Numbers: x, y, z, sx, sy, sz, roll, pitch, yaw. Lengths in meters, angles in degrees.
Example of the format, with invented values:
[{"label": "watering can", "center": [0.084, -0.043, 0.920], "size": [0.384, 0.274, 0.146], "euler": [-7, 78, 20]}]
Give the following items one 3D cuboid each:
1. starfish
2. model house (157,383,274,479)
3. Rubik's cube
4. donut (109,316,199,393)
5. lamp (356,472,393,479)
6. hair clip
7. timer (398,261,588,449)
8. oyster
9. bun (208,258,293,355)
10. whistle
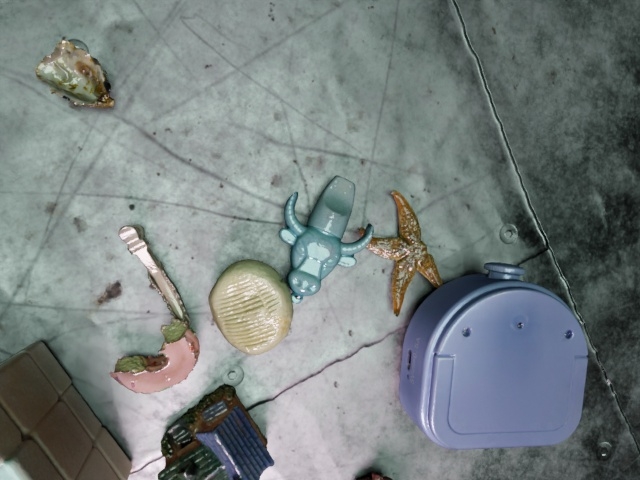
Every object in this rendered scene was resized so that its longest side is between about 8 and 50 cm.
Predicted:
[{"label": "starfish", "center": [0.167, 0.024, 1.019], "size": [0.138, 0.050, 0.247], "euler": [-25, 89, -10]}, {"label": "model house", "center": [-0.200, 0.402, 0.879], "size": [0.183, 0.172, 0.166], "euler": [-32, 99, -10]}, {"label": "Rubik's cube", "center": [-0.535, 0.398, 0.728], "size": [0.322, 0.319, 0.316], "euler": [-33, 99, -9]}, {"label": "donut", "center": [-0.297, 0.228, 0.898], "size": [0.166, 0.065, 0.117], "euler": [-29, 125, -4]}, {"label": "lamp", "center": [0.102, 0.624, 0.965], "size": [0.151, 0.215, 0.223], "euler": [37, 106, -25]}, {"label": "hair clip", "center": [-0.312, 0.065, 0.912], "size": [0.034, 0.072, 0.226], "euler": [-28, 106, -3]}, {"label": "timer", "center": [0.360, 0.233, 0.997], "size": [0.395, 0.173, 0.395], "euler": [-1, 95, -12]}, {"label": "oyster", "center": [-0.442, -0.291, 0.870], "size": [0.103, 0.051, 0.148], "euler": [-44, 84, -6]}, {"label": "bun", "center": [-0.132, 0.128, 0.926], "size": [0.164, 0.111, 0.188], "euler": [-24, 99, 7]}, {"label": "whistle", "center": [0.000, 0.000, 0.957], "size": [0.186, 0.093, 0.274], "euler": [23, 83, -6]}]
